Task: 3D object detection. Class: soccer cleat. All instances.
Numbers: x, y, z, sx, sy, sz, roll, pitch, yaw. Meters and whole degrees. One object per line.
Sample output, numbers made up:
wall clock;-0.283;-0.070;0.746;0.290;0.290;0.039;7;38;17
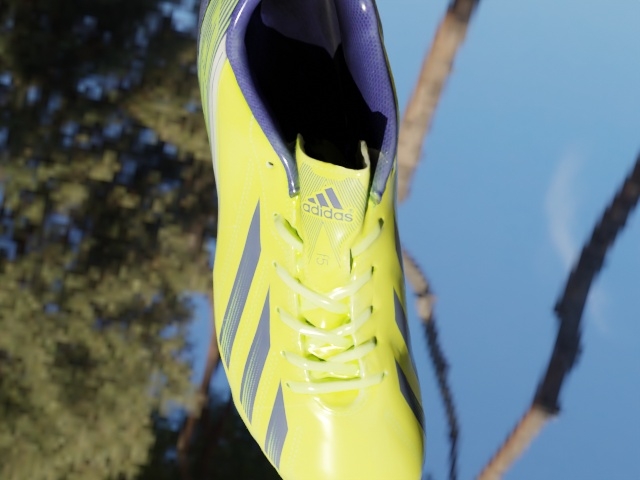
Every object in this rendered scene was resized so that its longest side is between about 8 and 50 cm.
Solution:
soccer cleat;-0.001;0.000;0.831;0.093;0.289;0.121;-11;-173;-16
